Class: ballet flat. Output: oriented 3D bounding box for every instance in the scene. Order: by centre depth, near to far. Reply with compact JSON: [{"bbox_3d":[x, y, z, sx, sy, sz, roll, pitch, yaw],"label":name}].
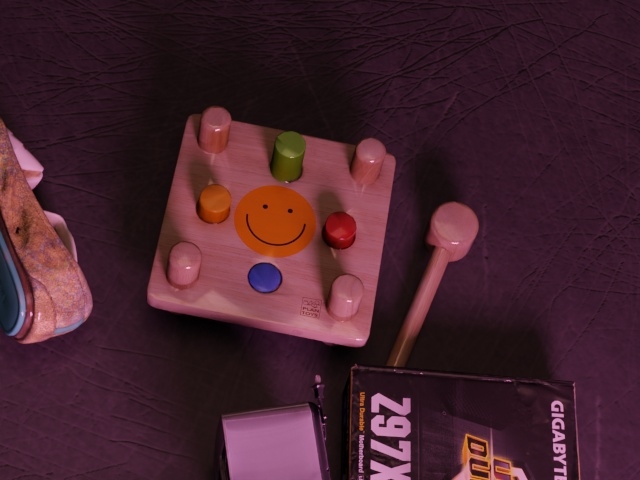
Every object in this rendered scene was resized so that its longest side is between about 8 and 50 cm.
[{"bbox_3d":[-0.352,-0.039,1.782,0.123,0.123,0.348,-19,66,-18],"label":"ballet flat"}]

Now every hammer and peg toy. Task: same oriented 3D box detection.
[{"bbox_3d":[0.000,0.000,1.796,0.361,0.127,0.265,12,61,-2],"label":"hammer and peg toy"}]

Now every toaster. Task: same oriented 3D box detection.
[{"bbox_3d":[-0.045,0.260,1.625,0.110,0.168,0.185,-4,63,-10],"label":"toaster"}]

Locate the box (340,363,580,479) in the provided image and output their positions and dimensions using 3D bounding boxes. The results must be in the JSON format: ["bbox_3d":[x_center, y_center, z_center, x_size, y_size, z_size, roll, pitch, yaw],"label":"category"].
[{"bbox_3d":[0.150,0.300,1.689,0.257,0.079,0.322,5,61,-4],"label":"box"}]
